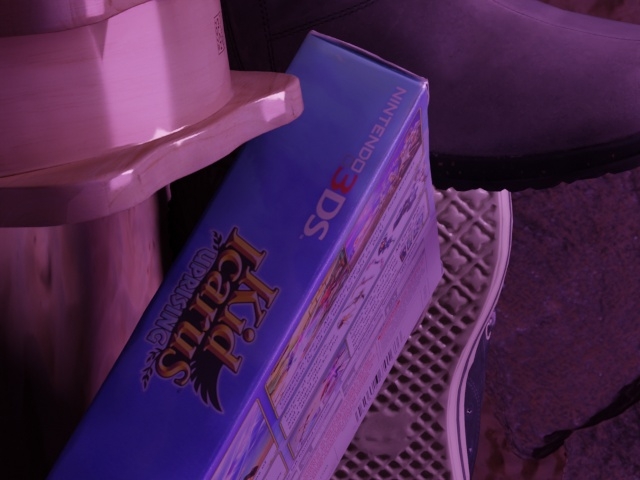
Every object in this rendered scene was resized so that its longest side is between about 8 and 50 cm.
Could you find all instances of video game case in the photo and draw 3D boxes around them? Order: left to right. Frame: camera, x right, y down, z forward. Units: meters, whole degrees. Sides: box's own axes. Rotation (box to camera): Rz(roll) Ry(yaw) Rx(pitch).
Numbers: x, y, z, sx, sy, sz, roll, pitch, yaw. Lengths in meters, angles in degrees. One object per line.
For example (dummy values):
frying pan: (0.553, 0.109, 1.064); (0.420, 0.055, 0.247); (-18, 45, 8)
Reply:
video game case: (-0.035, 0.076, 0.877); (0.269, 0.061, 0.244); (-60, 167, -15)

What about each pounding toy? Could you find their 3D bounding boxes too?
pounding toy: (-0.097, -0.107, 0.740); (0.269, 0.154, 0.154); (-34, 122, -58)

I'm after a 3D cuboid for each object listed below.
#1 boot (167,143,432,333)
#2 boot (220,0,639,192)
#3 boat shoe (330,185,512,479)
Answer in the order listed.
boot: (-0.002, -0.002, 1.258); (0.208, 0.076, 0.189); (-17, 120, -44)
boot: (0.021, -0.153, 0.950); (0.118, 0.338, 0.222); (-50, 141, -55)
boat shoe: (0.061, 0.066, 1.666); (0.156, 0.187, 0.500); (-83, 174, -61)
